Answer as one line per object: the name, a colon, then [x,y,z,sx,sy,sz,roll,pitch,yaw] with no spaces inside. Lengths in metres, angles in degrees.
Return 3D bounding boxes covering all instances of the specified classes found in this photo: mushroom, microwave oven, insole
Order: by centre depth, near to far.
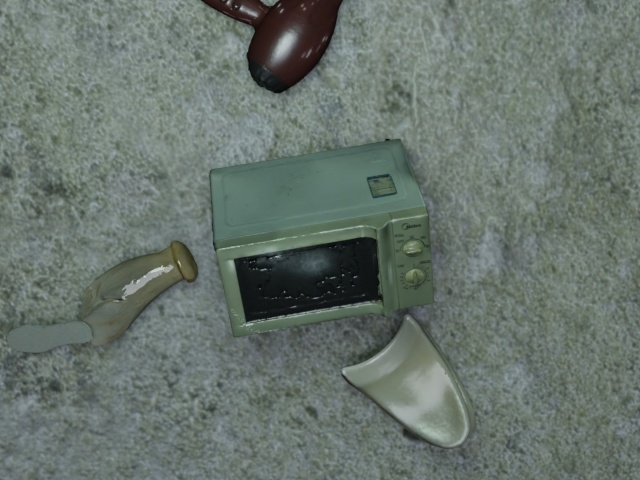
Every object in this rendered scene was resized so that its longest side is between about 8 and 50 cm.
microwave oven: [0.000,0.000,1.879,0.355,0.286,0.218,-10,125,-3]
mushroom: [-0.343,0.088,1.973,0.247,0.096,0.108,-35,76,0]
insole: [-0.497,0.174,1.976,0.197,0.004,0.065,-11,120,26]

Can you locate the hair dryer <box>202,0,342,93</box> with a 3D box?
hair dryer: [-0.117,-0.455,1.906,0.340,0.123,0.312,29,86,3]

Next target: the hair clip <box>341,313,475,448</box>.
hair clip: [0.190,0.285,2.036,0.172,0.113,0.282,-42,94,4]
